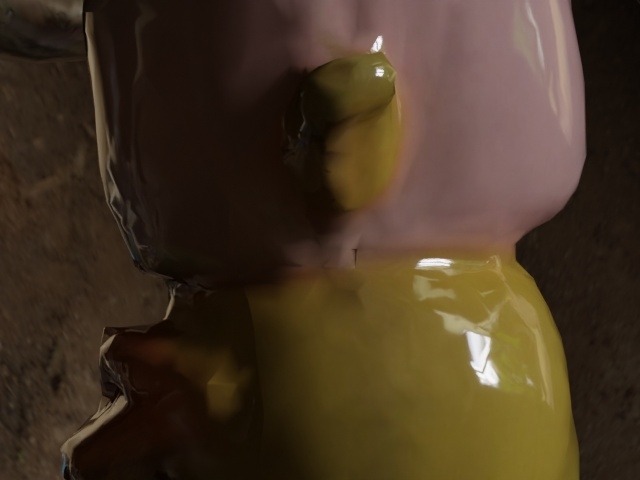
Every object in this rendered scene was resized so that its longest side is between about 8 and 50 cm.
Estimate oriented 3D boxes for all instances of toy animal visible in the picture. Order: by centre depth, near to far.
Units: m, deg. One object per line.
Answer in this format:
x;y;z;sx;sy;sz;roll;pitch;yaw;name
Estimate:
0.004;0.002;0.517;0.169;0.195;0.281;2;91;-10;toy animal

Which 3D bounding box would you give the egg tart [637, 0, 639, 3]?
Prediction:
0.295;-0.224;1.042;0.215;0.171;0.215;13;46;-13;egg tart

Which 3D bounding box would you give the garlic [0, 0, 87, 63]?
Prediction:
-0.130;-0.127;0.671;0.087;0.195;0.101;31;109;41;garlic
